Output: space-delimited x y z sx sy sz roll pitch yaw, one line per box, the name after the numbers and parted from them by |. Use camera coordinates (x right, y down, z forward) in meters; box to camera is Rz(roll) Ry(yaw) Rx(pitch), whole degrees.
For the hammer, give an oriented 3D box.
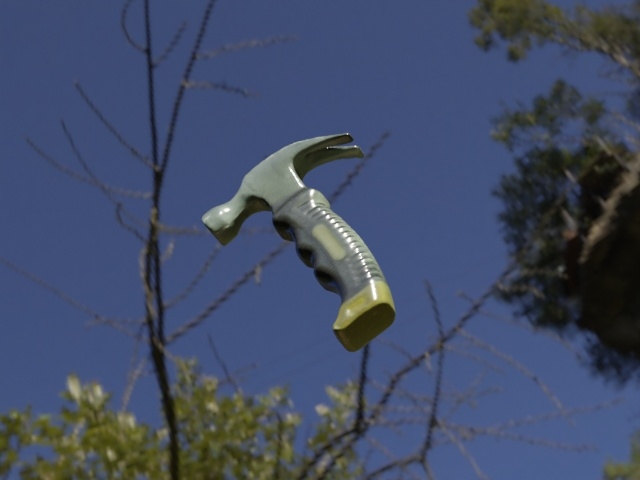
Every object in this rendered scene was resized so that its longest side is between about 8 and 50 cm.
0.000 0.000 1.237 0.159 0.226 0.041 -37 -43 2 | hammer
